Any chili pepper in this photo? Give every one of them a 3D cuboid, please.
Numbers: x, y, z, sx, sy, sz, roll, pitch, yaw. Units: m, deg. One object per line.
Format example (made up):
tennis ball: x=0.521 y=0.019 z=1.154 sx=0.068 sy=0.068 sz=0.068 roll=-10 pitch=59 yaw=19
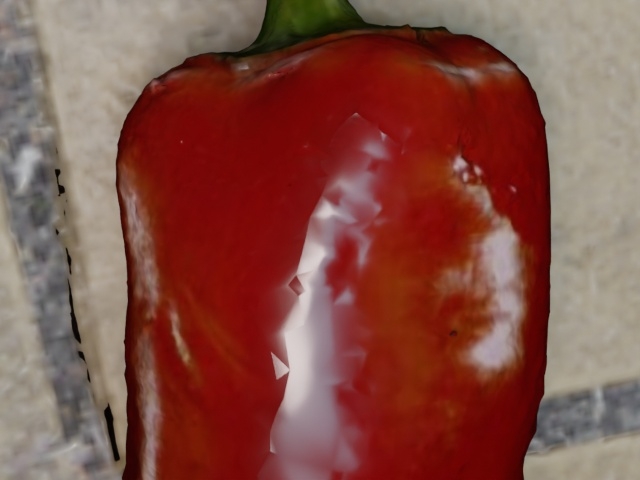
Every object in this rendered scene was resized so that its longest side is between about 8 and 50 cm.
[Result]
chili pepper: x=0.005 y=0.001 z=0.542 sx=0.134 sy=0.131 sz=0.338 roll=3 pitch=101 yaw=-20
